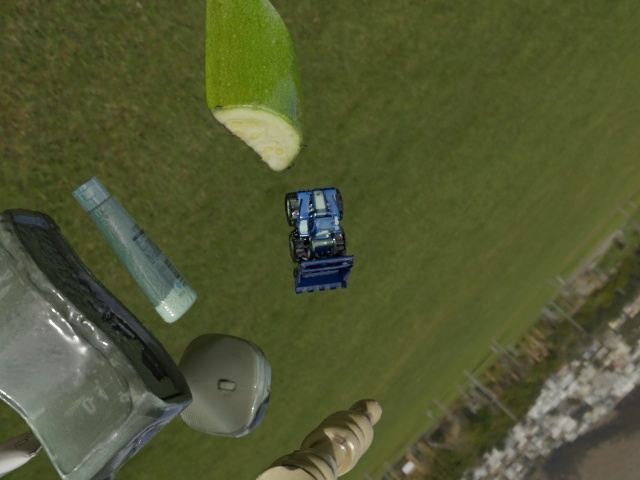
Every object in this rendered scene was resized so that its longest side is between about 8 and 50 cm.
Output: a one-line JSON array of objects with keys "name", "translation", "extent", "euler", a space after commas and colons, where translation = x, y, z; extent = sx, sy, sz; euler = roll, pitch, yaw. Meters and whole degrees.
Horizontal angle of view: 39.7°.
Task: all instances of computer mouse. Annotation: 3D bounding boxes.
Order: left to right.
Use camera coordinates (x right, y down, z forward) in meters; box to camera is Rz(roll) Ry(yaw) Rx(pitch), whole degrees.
[{"name": "computer mouse", "translation": [-0.205, 0.280, 1.736], "extent": [0.095, 0.197, 0.331], "euler": [11, 170, -31]}]

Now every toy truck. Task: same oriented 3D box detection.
[{"name": "toy truck", "translation": [0.000, 0.000, 1.750], "extent": [0.113, 0.208, 0.126], "euler": [-7, -178, -12]}]

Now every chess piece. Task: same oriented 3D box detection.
[{"name": "chess piece", "translation": [0.015, 0.368, 1.551], "extent": [0.307, 0.124, 0.138], "euler": [-33, 146, -56]}]

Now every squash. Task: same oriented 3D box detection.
[{"name": "squash", "translation": [-0.090, -0.288, 1.460], "extent": [0.111, 0.288, 0.203], "euler": [-22, 141, 26]}]

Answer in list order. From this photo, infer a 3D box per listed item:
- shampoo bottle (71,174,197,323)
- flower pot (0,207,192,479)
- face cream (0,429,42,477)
[{"name": "shampoo bottle", "translation": [-0.219, 0.008, 1.042], "extent": [0.041, 0.190, 0.069], "euler": [-31, -167, 28]}, {"name": "flower pot", "translation": [-0.220, 0.088, 0.746], "extent": [0.108, 0.229, 0.103], "euler": [-42, 179, 8]}, {"name": "face cream", "translation": [-0.537, 0.369, 1.499], "extent": [0.244, 0.058, 0.092], "euler": [-28, -162, 27]}]
